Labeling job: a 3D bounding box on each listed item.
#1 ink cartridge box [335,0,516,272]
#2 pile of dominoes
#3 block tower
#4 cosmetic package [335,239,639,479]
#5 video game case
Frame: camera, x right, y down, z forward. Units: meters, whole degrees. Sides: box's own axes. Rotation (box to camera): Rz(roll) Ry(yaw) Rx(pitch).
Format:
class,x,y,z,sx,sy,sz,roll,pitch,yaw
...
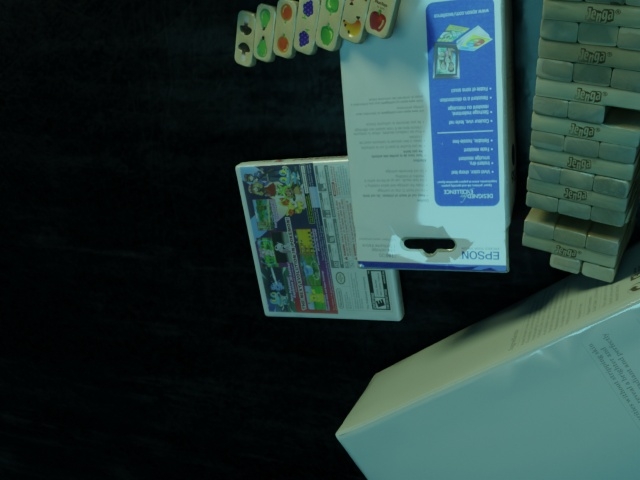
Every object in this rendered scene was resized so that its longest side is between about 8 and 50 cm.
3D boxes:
class,x,y,z,sx,sy,sz,roll,pitch,yaw
ink cartridge box,0.107,-0.135,0.740,0.165,0.065,0.332,2,104,23
pile of dominoes,-0.028,-0.278,0.718,0.251,0.040,0.196,4,106,44
block tower,0.236,-0.121,0.626,0.091,0.097,0.335,16,135,26
cosmetic package,0.235,0.185,0.783,0.385,0.156,0.217,-31,96,32
video game case,0.000,0.000,0.885,0.183,0.023,0.201,-1,112,24
